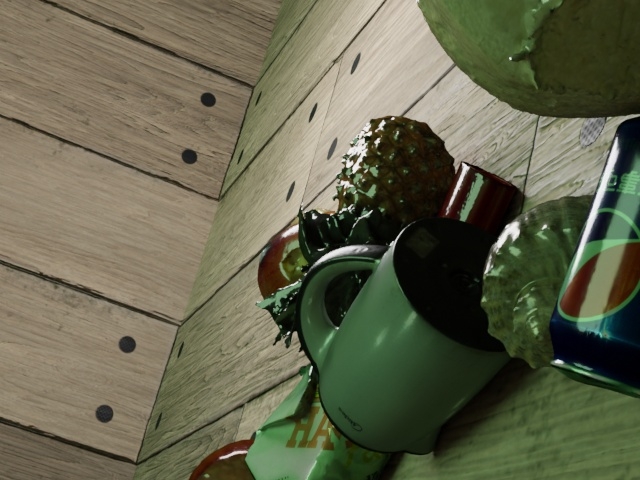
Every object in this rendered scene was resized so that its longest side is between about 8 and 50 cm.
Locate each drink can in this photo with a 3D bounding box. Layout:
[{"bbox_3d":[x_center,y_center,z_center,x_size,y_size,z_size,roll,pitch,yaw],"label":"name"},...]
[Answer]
[{"bbox_3d":[0.246,0.015,0.820,0.118,0.118,0.205,-175,104,-75],"label":"drink can"}]

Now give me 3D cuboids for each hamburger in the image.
[{"bbox_3d":[0.010,0.235,1.378,0.214,0.125,0.235,-57,19,8],"label":"hamburger"}]

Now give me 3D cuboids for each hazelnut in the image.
[{"bbox_3d":[-0.113,0.371,1.504,0.210,0.186,0.210,-5,81,35],"label":"hazelnut"}]

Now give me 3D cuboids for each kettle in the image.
[{"bbox_3d":[0.077,0.093,1.158,0.161,0.221,0.236,-42,-12,-45],"label":"kettle"}]

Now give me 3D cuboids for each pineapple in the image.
[{"bbox_3d":[0.041,0.004,1.363,0.364,0.165,0.165,-57,6,-32],"label":"pineapple"}]

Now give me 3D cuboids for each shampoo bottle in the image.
[{"bbox_3d":[0.140,0.041,1.285,0.102,0.064,0.260,-120,52,-72],"label":"shampoo bottle"}]

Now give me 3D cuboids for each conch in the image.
[{"bbox_3d":[0.223,0.024,0.992,0.155,0.130,0.207,-16,21,32],"label":"conch"}]

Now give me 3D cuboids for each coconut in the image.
[{"bbox_3d":[0.230,-0.260,0.853,0.360,0.346,0.346,-30,-37,-81],"label":"coconut"}]

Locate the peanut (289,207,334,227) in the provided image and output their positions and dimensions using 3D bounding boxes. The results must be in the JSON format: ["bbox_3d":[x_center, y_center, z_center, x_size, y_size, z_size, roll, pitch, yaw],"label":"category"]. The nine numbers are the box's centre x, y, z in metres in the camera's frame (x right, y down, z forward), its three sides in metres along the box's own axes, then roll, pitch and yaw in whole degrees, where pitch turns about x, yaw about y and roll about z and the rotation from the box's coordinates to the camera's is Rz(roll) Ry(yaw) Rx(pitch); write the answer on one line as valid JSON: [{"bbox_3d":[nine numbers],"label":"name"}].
[{"bbox_3d":[0.000,0.000,1.817,0.214,0.099,0.100,-126,58,-76],"label":"peanut"}]

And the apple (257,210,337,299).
[{"bbox_3d":[0.016,0.043,1.542,0.199,0.199,0.199,-159,90,-76],"label":"apple"}]
